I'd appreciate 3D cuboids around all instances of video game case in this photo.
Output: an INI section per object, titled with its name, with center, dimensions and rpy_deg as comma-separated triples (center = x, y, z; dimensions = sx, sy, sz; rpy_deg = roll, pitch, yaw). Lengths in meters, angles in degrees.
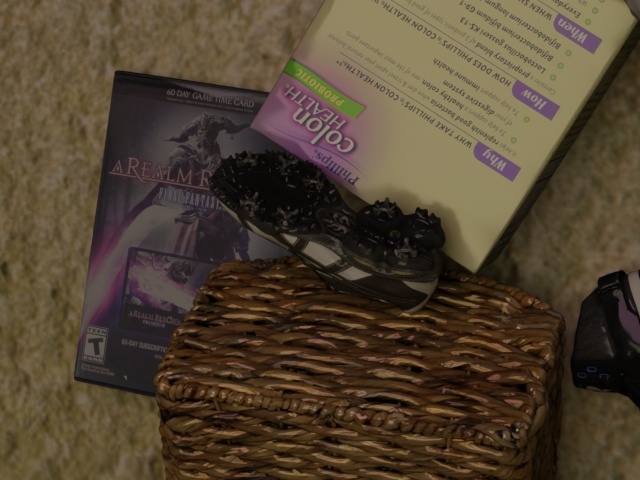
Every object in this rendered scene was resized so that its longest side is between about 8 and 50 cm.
[video game case]
center = -0.104, 0.003, 1.663
dimensions = 0.196, 0.026, 0.274
rpy_deg = 10, 96, 20

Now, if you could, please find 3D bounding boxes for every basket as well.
[basket]
center = 0.037, 0.154, 1.537
dimensions = 0.299, 0.213, 0.223
rpy_deg = 7, 126, 13

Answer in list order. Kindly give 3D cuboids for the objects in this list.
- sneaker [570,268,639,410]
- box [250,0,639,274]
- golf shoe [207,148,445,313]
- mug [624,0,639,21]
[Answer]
[sneaker]
center = 0.260, 0.127, 1.508
dimensions = 0.121, 0.079, 0.216
rpy_deg = -13, 79, 24
[box]
center = 0.106, -0.135, 1.517
dimensions = 0.213, 0.117, 0.243
rpy_deg = 33, 102, 9
[golf shoe]
center = 0.000, 0.000, 1.484
dimensions = 0.198, 0.077, 0.094
rpy_deg = 26, 144, 22
[mug]
center = 0.295, -0.247, 1.299
dimensions = 0.276, 0.374, 0.328
rpy_deg = -45, 73, 23
